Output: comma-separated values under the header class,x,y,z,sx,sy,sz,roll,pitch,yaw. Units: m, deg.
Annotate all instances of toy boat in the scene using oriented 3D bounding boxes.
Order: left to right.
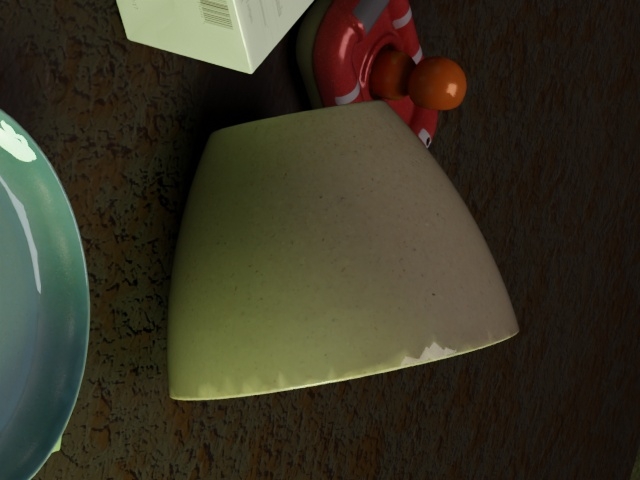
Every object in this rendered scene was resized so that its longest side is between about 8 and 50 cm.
class,x,y,z,sx,sy,sz,roll,pitch,yaw
toy boat,0.079,-0.166,1.941,0.151,0.151,0.231,-57,149,-26

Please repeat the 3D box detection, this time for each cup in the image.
class,x,y,z,sx,sy,sz,roll,pitch,yaw
cup,0.000,0.000,1.778,0.331,0.331,0.237,-12,91,-59

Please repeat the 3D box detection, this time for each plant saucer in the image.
class,x,y,z,sx,sy,sz,roll,pitch,yaw
plant saucer,-0.286,0.046,1.426,0.317,0.044,0.317,13,75,-58

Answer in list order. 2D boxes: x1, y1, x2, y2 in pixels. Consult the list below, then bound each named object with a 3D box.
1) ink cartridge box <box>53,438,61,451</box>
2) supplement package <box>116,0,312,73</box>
class,x,y,z,sx,sy,sz,roll,pitch,yaw
ink cartridge box,-0.290,0.137,1.538,0.209,0.062,0.109,-17,119,-58
supplement package,-0.061,-0.282,1.633,0.244,0.134,0.139,-53,148,-32
